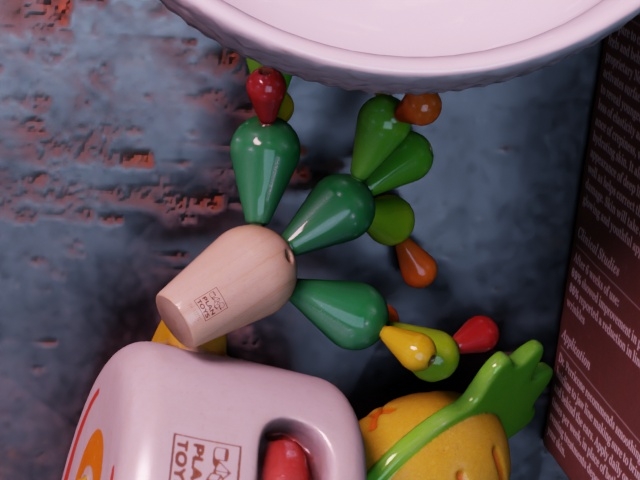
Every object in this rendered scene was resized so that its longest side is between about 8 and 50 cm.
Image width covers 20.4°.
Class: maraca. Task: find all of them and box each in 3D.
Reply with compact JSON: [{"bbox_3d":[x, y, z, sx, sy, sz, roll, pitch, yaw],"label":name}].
[{"bbox_3d":[0.066,0.132,1.027,0.185,0.099,0.127,-45,156,-6],"label":"maraca"}]

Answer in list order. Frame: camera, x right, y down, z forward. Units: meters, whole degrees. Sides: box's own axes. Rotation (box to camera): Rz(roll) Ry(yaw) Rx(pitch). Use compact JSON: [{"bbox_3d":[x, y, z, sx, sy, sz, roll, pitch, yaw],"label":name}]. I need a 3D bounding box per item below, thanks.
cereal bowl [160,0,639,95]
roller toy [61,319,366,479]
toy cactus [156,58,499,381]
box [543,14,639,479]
[{"bbox_3d":[0.035,-0.226,0.832,0.339,0.141,0.339,1,83,-6],"label":"cereal bowl"},{"bbox_3d":[-0.071,0.153,0.954,0.146,0.191,0.209,14,106,-16],"label":"roller toy"},{"bbox_3d":[0.000,0.000,0.943,0.180,0.112,0.219,-34,113,-24],"label":"toy cactus"},{"bbox_3d":[0.234,-0.018,0.962,0.143,0.191,0.381,-1,111,-13],"label":"box"}]
